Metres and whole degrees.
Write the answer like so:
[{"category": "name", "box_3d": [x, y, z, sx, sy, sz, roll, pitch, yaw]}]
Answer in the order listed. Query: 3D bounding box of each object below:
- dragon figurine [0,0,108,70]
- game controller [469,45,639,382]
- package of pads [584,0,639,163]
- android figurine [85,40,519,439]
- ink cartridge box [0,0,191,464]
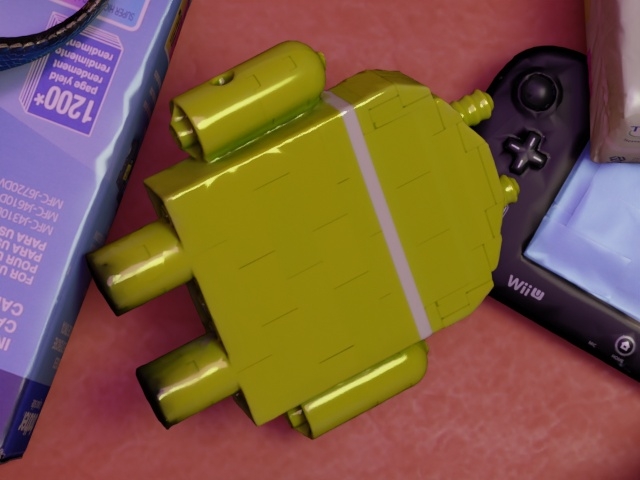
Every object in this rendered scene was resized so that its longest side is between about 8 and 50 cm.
[{"category": "dragon figurine", "box_3d": [-0.242, -0.096, 1.023, 0.289, 0.144, 0.085, -14, 85, -5]}, {"category": "game controller", "box_3d": [0.230, 0.010, 1.229, 0.319, 0.067, 0.166, 30, 83, 0]}, {"category": "package of pads", "box_3d": [0.286, -0.191, 1.205, 0.229, 0.101, 0.296, 2, 71, -7]}, {"category": "android figurine", "box_3d": [0.000, 0.000, 1.151, 0.273, 0.056, 0.248, -29, 117, -14]}, {"category": "ink cartridge box", "box_3d": [-0.264, -0.033, 1.164, 0.270, 0.151, 0.395, 20, 85, -1]}]
